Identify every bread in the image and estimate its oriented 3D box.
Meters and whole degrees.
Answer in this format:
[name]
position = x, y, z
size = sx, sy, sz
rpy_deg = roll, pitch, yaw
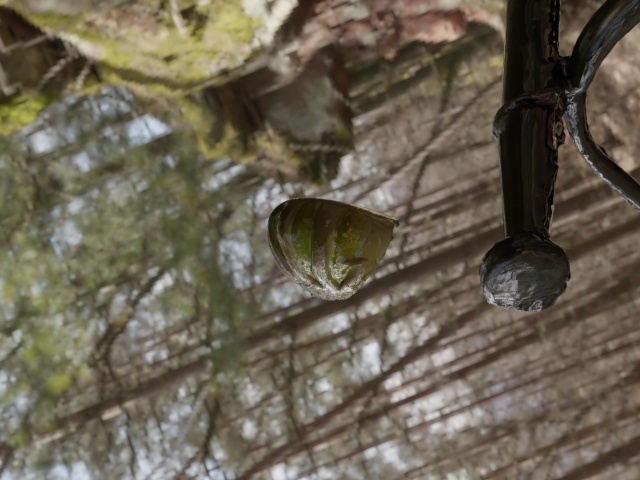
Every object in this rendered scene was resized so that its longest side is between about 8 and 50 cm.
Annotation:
[bread]
position = 0.000, 0.000, 1.031
size = 0.157, 0.083, 0.094
rpy_deg = 6, 155, 47

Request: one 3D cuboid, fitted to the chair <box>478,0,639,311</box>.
[chair]
position = 0.266, -0.145, 0.507
size = 0.365, 0.362, 0.410
rpy_deg = 31, -150, -33
